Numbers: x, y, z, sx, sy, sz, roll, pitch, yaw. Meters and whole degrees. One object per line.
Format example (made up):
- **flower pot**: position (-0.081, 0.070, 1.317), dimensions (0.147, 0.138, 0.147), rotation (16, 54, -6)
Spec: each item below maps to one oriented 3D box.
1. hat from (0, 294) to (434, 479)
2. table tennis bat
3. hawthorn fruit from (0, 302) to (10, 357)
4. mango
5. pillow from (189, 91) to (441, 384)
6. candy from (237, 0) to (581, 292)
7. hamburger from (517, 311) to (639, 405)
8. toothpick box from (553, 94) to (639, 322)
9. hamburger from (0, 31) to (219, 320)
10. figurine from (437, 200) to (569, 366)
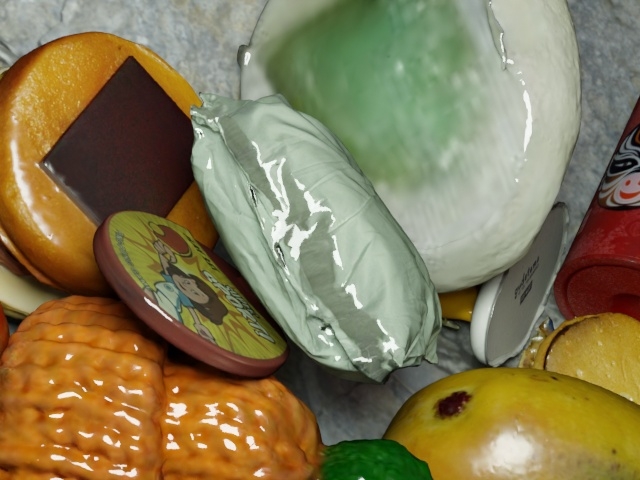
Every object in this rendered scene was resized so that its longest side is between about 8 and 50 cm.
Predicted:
- **hat**: position (-0.100, 0.204, 1.516), dimensions (0.400, 0.285, 0.285), rotation (4, 62, 16)
- **table tennis bat**: position (-0.096, 0.050, 1.552), dimensions (0.200, 0.038, 0.310), rotation (47, 18, 19)
- **hawthorn fruit**: position (-0.421, 0.097, 1.528), dimensions (0.284, 0.284, 0.284), rotation (8, 65, -18)
- **mango**: position (0.257, 0.289, 1.704), dimensions (0.445, 0.300, 0.232), rotation (29, 36, -14)
- **pillow**: position (0.000, 0.000, 1.587), dimensions (0.138, 0.283, 0.310), rotation (-37, 79, 8)
- **candy**: position (0.109, -0.145, 1.791), dimensions (0.186, 0.386, 0.427), rotation (18, 43, -48)
- **hamburger**: position (0.308, 0.175, 1.871), dimensions (0.191, 0.118, 0.182), rotation (7, 69, -15)
- **toothpick box**: position (0.419, -0.041, 1.962), dimensions (0.204, 0.204, 0.333), rotation (33, 60, -5)
- **hamburger**: position (-0.248, -0.058, 1.677), dimensions (0.291, 0.225, 0.291), rotation (12, 69, -34)
- **figurine**: position (0.172, 0.031, 1.904), dimensions (0.141, 0.167, 0.250), rotation (14, 28, 24)
